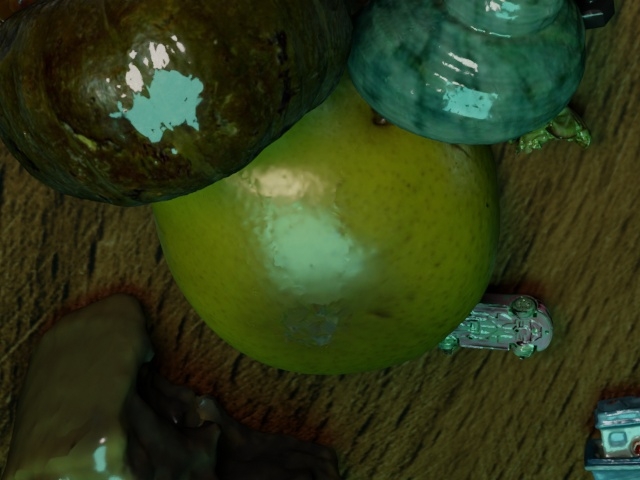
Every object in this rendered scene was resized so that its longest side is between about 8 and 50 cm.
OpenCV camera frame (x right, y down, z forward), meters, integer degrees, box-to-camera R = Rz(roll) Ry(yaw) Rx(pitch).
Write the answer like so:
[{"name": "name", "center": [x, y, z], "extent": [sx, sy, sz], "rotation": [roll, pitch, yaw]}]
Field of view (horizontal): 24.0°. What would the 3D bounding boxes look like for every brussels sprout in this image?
[{"name": "brussels sprout", "center": [0.211, -0.108, 1.423], "extent": [0.085, 0.058, 0.085], "rotation": [-11, 167, -2]}]

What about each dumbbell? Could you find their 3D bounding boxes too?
[{"name": "dumbbell", "center": [0.234, -0.225, 1.313], "extent": [0.036, 0.040, 0.083], "rotation": [18, 144, 32]}]

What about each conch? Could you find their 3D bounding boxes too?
[{"name": "conch", "center": [0.134, -0.174, 1.282], "extent": [0.196, 0.134, 0.202], "rotation": [26, 103, -10]}]

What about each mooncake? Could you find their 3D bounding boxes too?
[{"name": "mooncake", "center": [-0.159, 0.270, 1.704], "extent": [0.394, 0.246, 0.393], "rotation": [9, 141, 0]}]

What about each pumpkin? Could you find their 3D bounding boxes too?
[{"name": "pumpkin", "center": [-0.125, -0.165, 1.209], "extent": [0.325, 0.232, 0.242], "rotation": [-32, 100, -3]}]

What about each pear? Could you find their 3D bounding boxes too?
[{"name": "pear", "center": [0.000, 0.000, 1.448], "extent": [0.386, 0.191, 0.340], "rotation": [32, 127, -27]}]

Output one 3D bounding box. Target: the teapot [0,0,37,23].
[{"name": "teapot", "center": [-0.254, -0.231, 1.308], "extent": [0.098, 0.078, 0.129], "rotation": [10, 135, -7]}]

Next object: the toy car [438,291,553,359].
[{"name": "toy car", "center": [0.181, 0.084, 1.618], "extent": [0.142, 0.055, 0.069], "rotation": [5, 128, 14]}]

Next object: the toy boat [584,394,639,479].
[{"name": "toy boat", "center": [0.417, 0.216, 1.716], "extent": [0.237, 0.109, 0.098], "rotation": [-9, 100, 12]}]
